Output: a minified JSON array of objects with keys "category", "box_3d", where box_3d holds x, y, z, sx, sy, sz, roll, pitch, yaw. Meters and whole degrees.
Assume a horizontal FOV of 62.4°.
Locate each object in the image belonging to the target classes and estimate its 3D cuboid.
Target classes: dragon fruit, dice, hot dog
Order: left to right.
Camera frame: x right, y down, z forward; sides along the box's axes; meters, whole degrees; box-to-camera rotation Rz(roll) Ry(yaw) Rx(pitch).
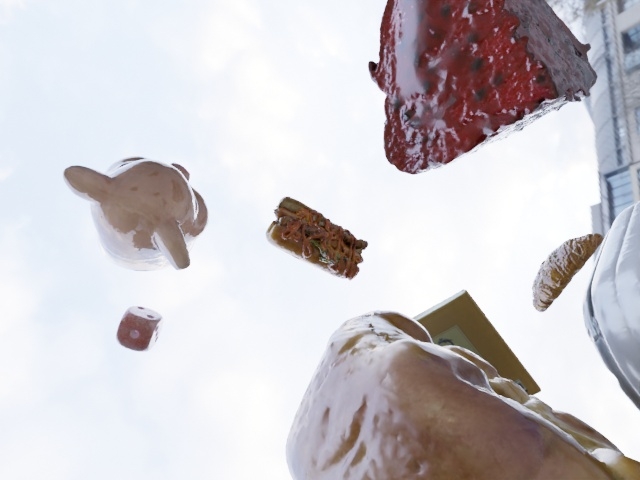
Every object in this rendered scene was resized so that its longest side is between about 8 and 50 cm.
[{"category":"dice","box_3d":[-0.465,0.228,1.364,0.094,0.091,0.093,21,-84,-5]},{"category":"hot dog","box_3d":[0.000,0.000,1.565,0.349,0.117,0.158,30,-114,-29]},{"category":"dragon fruit","box_3d":[0.188,-0.279,0.731,0.286,0.228,0.329,-28,-94,-47]}]

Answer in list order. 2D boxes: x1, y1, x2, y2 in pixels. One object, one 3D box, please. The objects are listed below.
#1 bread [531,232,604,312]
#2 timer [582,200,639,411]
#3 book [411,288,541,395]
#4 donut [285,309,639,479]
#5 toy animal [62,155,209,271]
[{"category":"bread","box_3d":[0.547,0.063,1.208,0.076,0.233,0.105,38,-147,18]},{"category":"timer","box_3d":[0.338,0.087,0.462,0.237,0.087,0.262,50,-135,1]},{"category":"book","box_3d":[0.402,0.343,1.488,0.389,0.269,0.032,52,-158,-13]},{"category":"donut","box_3d":[0.127,0.177,0.385,0.299,0.317,0.150,34,-92,-21]},{"category":"toy animal","box_3d":[-0.239,-0.034,0.726,0.166,0.250,0.154,19,-100,-9]}]
